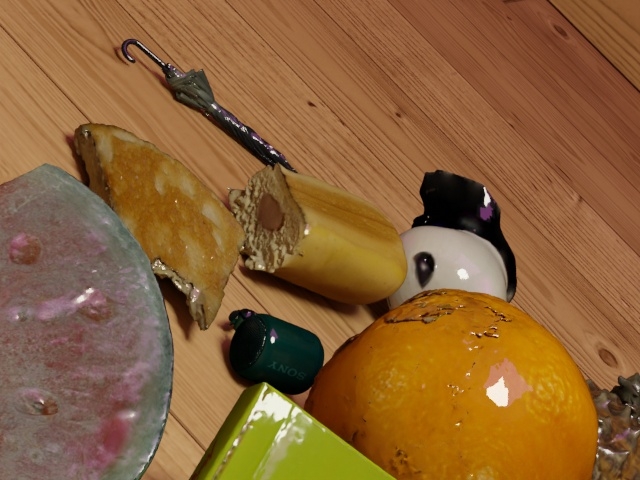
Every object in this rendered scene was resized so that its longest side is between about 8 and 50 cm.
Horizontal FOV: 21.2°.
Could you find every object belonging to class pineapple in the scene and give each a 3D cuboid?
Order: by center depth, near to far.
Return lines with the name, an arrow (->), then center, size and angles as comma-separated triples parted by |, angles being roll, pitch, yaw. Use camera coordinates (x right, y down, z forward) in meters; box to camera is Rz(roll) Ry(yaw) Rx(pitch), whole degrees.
pineapple -> 0.261, 0.212, 1.687 | 0.175, 0.175, 0.361 | 48, 11, 11

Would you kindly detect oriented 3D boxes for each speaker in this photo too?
speaker -> -0.048, 0.097, 1.510 | 0.075, 0.060, 0.094 | 25, -6, -35

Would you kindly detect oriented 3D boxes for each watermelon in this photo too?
watermelon -> -0.228, 0.101, 1.166 | 0.226, 0.148, 0.318 | 13, 48, -19

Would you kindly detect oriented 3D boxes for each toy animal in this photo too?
toy animal -> 0.127, 0.035, 1.777 | 0.166, 0.138, 0.179 | 49, 32, -9

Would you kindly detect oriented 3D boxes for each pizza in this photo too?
pizza -> -0.137, -0.006, 1.552 | 0.181, 0.034, 0.262 | 26, 28, -32

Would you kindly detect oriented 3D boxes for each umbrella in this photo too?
umbrella -> -0.100, -0.137, 1.831 | 0.269, 0.044, 0.044 | 37, 52, -17

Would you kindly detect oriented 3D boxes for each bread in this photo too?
bread -> -0.001, 0.002, 1.690 | 0.173, 0.085, 0.134 | 23, 27, -35

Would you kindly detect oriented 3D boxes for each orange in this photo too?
orange -> 0.105, 0.164, 1.391 | 0.246, 0.246, 0.246 | 34, 25, -19

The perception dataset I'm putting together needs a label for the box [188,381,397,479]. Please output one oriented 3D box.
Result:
box -> 0.038, 0.272, 1.222 | 0.335, 0.047, 0.187 | 38, 62, -12
